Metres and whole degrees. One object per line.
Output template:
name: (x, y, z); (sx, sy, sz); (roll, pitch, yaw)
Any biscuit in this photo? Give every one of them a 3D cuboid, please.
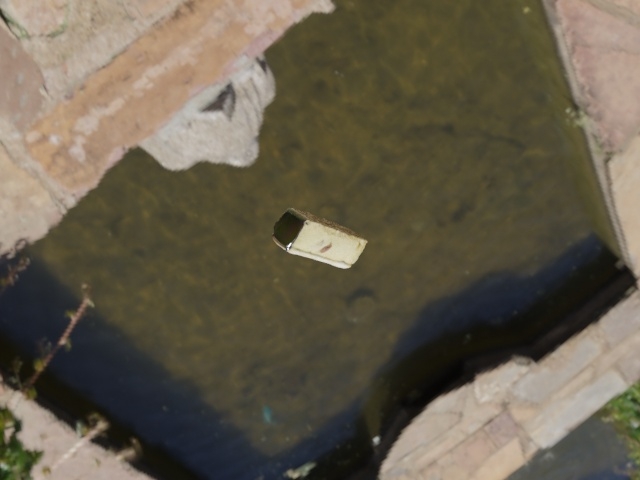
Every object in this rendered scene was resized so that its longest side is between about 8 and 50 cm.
biscuit: (0.000, 0.000, 1.278); (0.188, 0.052, 0.056); (17, 102, -59)
